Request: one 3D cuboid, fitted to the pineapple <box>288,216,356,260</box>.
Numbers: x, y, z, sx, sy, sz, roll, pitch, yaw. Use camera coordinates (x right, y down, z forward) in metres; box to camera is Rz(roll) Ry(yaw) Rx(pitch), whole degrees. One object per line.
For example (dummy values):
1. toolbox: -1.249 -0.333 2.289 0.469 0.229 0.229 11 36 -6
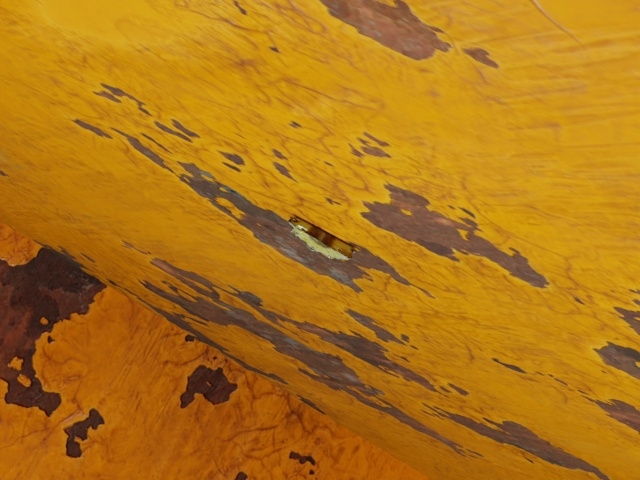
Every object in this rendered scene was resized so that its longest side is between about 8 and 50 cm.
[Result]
1. pineapple: 0.000 0.000 1.990 0.083 0.019 0.045 28 163 4
